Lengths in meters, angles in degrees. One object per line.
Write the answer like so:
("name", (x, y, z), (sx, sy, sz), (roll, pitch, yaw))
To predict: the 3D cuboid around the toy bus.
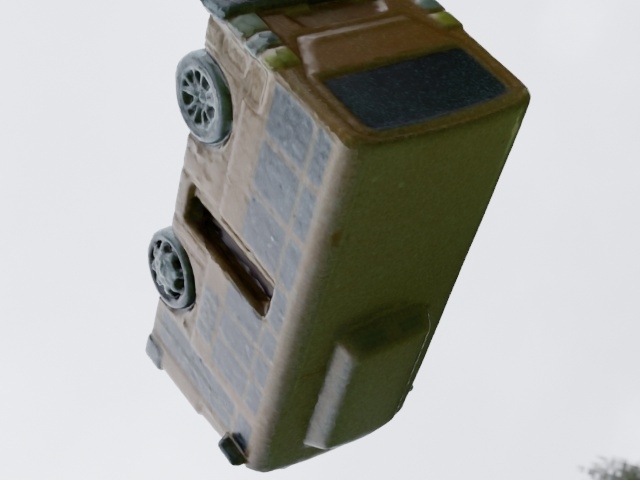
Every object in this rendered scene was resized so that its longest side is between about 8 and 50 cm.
("toy bus", (0.000, 0.000, 0.453), (0.091, 0.103, 0.182), (-18, -38, -33))
